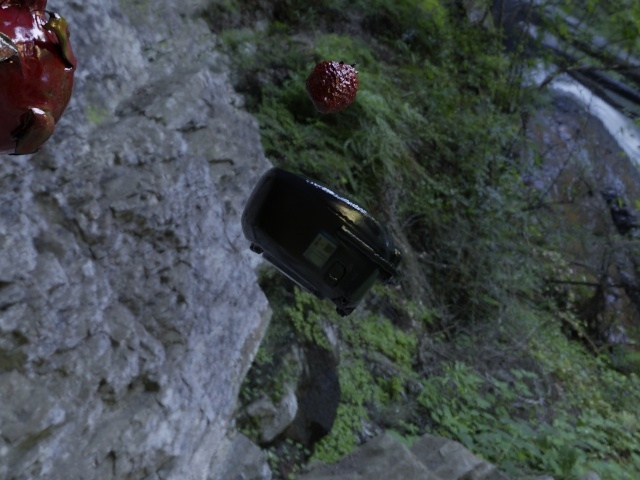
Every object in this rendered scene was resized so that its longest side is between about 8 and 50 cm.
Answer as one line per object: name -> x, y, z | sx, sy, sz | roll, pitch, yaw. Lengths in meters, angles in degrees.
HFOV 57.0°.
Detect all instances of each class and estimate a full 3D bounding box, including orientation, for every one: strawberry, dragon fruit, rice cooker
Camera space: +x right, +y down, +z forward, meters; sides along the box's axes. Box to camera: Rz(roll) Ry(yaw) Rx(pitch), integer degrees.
strawberry -> 0.026, -0.387, 1.483 | 0.131, 0.131, 0.148 | -11, 21, 27
dragon fruit -> -0.268, -0.138, 0.491 | 0.136, 0.166, 0.133 | 29, 5, 24
rice cooker -> 0.001, 0.000, 0.695 | 0.118, 0.203, 0.142 | -54, 6, -6
